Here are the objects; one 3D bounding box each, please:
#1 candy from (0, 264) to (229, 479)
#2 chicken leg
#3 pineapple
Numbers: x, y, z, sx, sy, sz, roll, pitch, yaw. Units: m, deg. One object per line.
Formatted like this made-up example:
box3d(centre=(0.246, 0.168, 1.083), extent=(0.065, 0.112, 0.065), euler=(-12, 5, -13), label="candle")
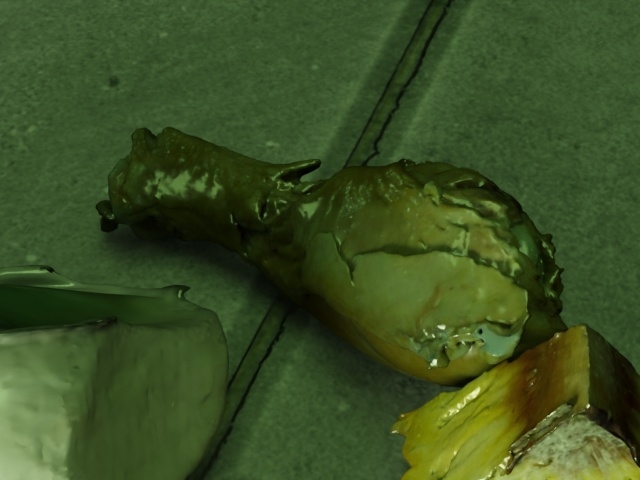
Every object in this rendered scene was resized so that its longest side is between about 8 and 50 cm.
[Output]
box3d(centre=(-0.285, 0.118, 1.162), extent=(0.426, 0.186, 0.386), euler=(2, 10, 7), label="candy")
box3d(centre=(0.000, 0.000, 1.348), extent=(0.429, 0.153, 0.201), euler=(18, 52, 24), label="chicken leg")
box3d(centre=(0.167, 0.146, 1.190), extent=(0.236, 0.186, 0.114), euler=(-5, 47, 2), label="pineapple")
